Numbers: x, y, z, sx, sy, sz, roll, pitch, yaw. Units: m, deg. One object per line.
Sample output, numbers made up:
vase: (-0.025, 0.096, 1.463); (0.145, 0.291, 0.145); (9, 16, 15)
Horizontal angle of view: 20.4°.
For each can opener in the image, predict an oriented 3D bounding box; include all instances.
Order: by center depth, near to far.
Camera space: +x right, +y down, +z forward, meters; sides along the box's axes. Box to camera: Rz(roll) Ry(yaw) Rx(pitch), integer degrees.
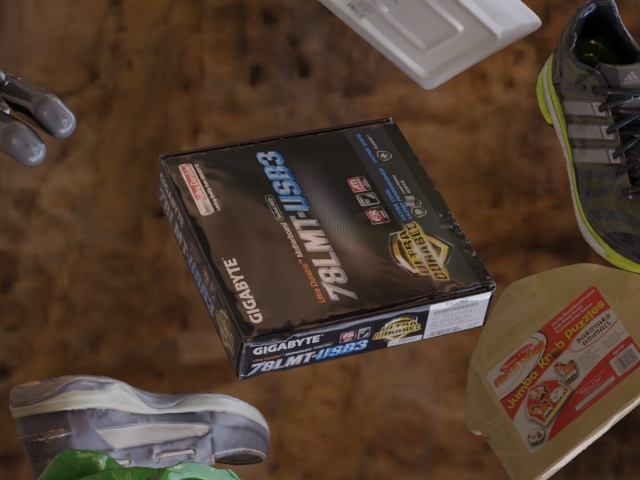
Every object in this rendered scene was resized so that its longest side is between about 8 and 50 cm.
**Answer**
can opener: (-0.305, -0.129, 1.686); (0.093, 0.074, 0.280); (48, -8, -26)

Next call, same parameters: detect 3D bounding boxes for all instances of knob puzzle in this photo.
knob puzzle: (0.200, 0.099, 1.478); (0.030, 0.213, 0.213); (39, 29, -36)

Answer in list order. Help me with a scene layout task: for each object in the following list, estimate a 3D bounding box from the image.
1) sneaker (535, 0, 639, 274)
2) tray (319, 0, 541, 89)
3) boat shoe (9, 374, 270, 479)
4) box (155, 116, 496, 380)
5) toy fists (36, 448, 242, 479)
sneaker: (0.271, -0.095, 1.604); (0.121, 0.111, 0.300); (90, -17, -51)
tray: (0.058, -0.230, 1.583); (0.145, 0.270, 0.030); (-27, -141, 38)
boat shoe: (-0.194, 0.230, 1.922); (0.355, 0.132, 0.130); (14, 69, -46)
box: (0.000, 0.000, 1.964); (0.073, 0.293, 0.295); (101, -28, -44)
toy fists: (-0.063, 0.193, 1.114); (0.279, 0.142, 0.096); (23, 61, -44)
